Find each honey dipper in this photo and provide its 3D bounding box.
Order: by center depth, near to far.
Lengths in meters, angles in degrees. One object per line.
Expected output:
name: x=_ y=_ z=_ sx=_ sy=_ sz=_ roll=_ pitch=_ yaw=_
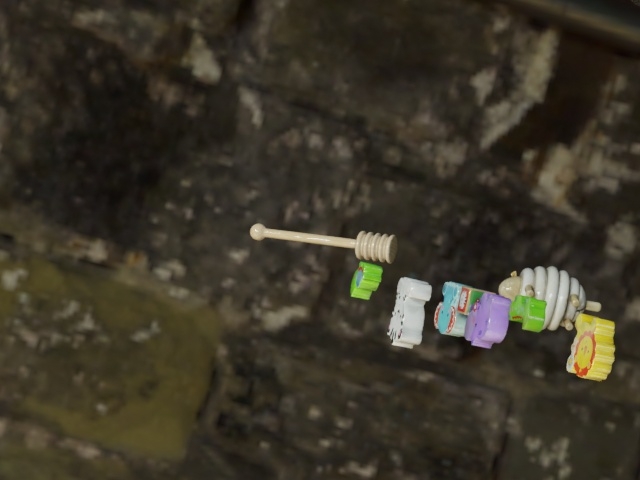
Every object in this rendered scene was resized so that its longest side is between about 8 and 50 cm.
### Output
honey dipper: x=0.000 y=0.000 z=1.476 sx=0.161 sy=0.030 sz=0.030 roll=7 pitch=-4 yaw=20

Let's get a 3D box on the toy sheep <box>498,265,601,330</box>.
toy sheep: x=0.288 y=0.074 z=1.787 sx=0.132 sy=0.091 sz=0.091 roll=16 pitch=-1 yaw=-2

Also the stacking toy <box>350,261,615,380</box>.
stacking toy: x=0.123 y=0.064 z=1.157 sx=0.167 sy=0.052 sz=0.221 roll=12 pitch=2 yaw=-12

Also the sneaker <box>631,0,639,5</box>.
sneaker: x=0.315 y=-0.319 z=1.369 sx=0.097 sy=0.084 sz=0.234 roll=-23 pitch=-37 yaw=12
